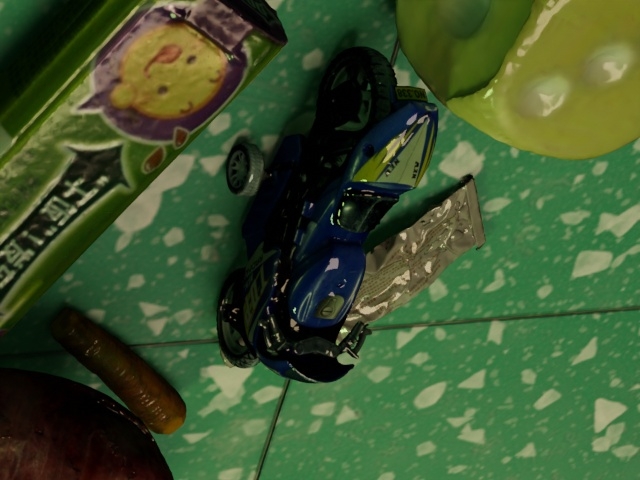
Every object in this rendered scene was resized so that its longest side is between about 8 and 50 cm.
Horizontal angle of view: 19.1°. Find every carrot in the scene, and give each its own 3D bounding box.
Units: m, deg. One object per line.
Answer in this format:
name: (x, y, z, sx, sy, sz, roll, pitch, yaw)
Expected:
carrot: (-0.166, 0.108, 1.565, 0.042, 0.042, 0.171, -37, 135, 6)

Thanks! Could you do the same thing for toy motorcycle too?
toy motorcycle: (0.000, 0.000, 1.460, 0.113, 0.169, 0.315, 6, 127, -31)

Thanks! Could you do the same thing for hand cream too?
hand cream: (0.030, 0.038, 1.604, 0.257, 0.050, 0.084, -28, 134, -7)

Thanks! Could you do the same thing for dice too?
dice: (0.171, -0.170, 1.394, 0.169, 0.169, 0.166, 8, 126, -34)

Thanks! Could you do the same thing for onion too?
onion: (-0.235, 0.213, 1.427, 0.252, 0.219, 0.252, 7, 149, 4)

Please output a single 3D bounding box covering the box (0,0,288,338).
box: (-0.188, -0.065, 1.352, 0.134, 0.097, 0.345, 33, 109, -35)
